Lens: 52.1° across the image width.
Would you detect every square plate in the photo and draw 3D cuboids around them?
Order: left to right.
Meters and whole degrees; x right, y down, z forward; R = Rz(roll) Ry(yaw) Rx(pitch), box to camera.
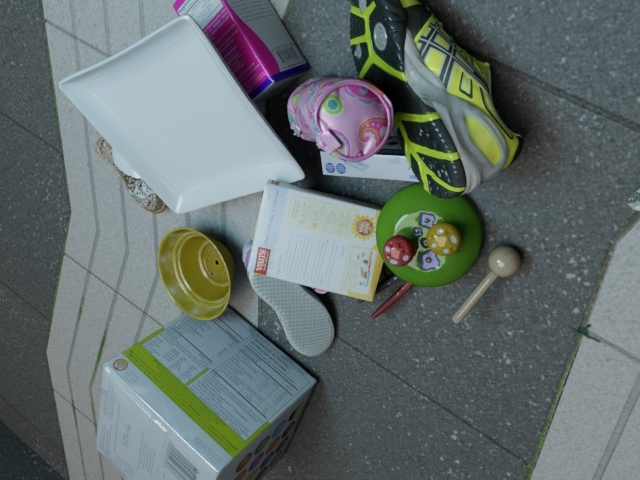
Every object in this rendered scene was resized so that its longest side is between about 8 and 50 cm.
[{"bbox_3d":[-0.244,-0.209,1.179,0.347,0.049,0.344,-12,131,35],"label":"square plate"}]

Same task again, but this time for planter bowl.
[{"bbox_3d":[-0.258,0.062,1.474,0.217,0.090,0.217,13,114,30],"label":"planter bowl"}]

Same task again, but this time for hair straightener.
[{"bbox_3d":[0.138,0.056,1.208,0.089,0.047,0.230,48,132,5],"label":"hair straightener"}]

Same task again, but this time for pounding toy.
[{"bbox_3d":[0.190,0.019,1.073,0.237,0.110,0.183,42,112,5],"label":"pounding toy"}]

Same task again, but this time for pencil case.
[{"bbox_3d":[0.021,-0.194,1.018,0.284,0.124,0.124,-130,22,-71],"label":"pencil case"}]

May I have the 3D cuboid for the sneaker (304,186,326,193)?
[{"bbox_3d":[0.025,-0.030,1.244,0.170,0.051,0.089,27,123,19],"label":"sneaker"}]

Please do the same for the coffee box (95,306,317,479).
[{"bbox_3d":[-0.267,0.402,1.505,0.338,0.334,0.338,36,131,18],"label":"coffee box"}]

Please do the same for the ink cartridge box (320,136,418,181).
[{"bbox_3d":[0.113,-0.138,1.088,0.207,0.097,0.046,8,119,34],"label":"ink cartridge box"}]

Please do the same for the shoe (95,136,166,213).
[{"bbox_3d":[-0.428,-0.155,1.520,0.076,0.058,0.219,-39,92,12],"label":"shoe"}]

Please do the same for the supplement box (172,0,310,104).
[{"bbox_3d":[-0.139,-0.358,1.147,0.113,0.111,0.220,-27,96,43],"label":"supplement box"}]

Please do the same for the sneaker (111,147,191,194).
[{"bbox_3d":[-0.321,-0.185,1.400,0.296,0.111,0.130,14,112,22],"label":"sneaker"}]

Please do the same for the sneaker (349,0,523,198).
[{"bbox_3d":[0.162,-0.248,0.980,0.385,0.147,0.145,68,160,10],"label":"sneaker"}]

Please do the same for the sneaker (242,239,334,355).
[{"bbox_3d":[-0.069,0.110,1.378,0.282,0.102,0.161,60,174,-31],"label":"sneaker"}]

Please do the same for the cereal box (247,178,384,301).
[{"bbox_3d":[0.000,0.000,1.188,0.240,0.047,0.173,15,107,0],"label":"cereal box"}]

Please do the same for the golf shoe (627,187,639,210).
[{"bbox_3d":[0.502,-0.062,0.863,0.176,0.069,0.086,-25,103,43],"label":"golf shoe"}]

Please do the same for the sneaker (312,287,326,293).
[{"bbox_3d":[-0.014,0.043,1.307,0.063,0.074,0.170,-52,56,16],"label":"sneaker"}]
